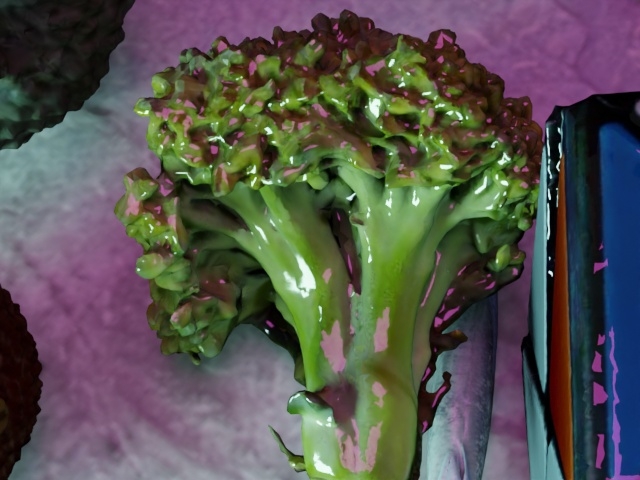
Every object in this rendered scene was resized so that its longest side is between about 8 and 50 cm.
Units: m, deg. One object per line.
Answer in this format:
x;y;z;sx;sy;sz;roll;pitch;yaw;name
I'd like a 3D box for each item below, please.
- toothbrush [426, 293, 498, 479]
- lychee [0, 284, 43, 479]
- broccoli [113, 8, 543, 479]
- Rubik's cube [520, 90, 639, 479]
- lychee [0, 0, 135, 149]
0.069;0.166;0.969;0.035;0.042;0.413;5;60;5;toothbrush
-0.240;0.084;0.947;0.194;0.194;0.194;-1;62;2;lychee
-0.004;-0.017;0.959;0.242;0.180;0.273;-10;49;18;broccoli
0.229;0.089;0.886;0.246;0.248;0.250;0;61;3;Rubik's cube
-0.231;-0.170;1.035;0.255;0.255;0.274;-25;56;-11;lychee
